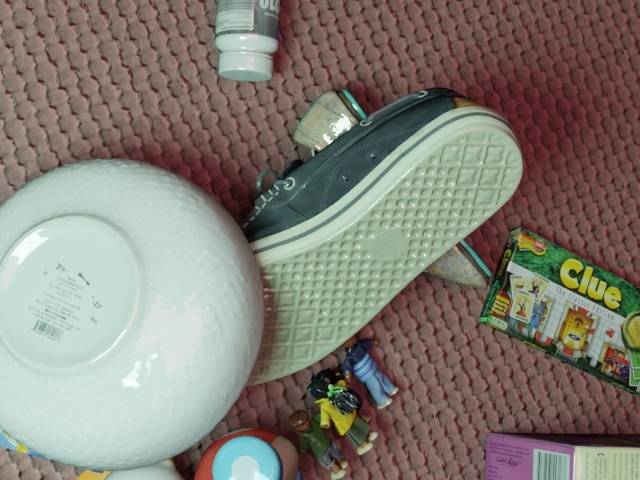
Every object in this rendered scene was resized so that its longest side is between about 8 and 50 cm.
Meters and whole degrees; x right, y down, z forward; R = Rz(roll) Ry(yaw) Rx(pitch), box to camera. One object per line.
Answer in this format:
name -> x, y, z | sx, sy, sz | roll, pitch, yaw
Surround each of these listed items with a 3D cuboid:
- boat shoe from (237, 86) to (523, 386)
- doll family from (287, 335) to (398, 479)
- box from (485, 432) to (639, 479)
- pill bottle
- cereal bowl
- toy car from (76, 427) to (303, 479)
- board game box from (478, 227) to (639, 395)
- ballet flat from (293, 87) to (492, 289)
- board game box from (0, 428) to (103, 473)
boat shoe -> 0.000, 0.000, 1.468 | 0.500, 0.156, 0.187 | -37, 126, 9
doll family -> 0.026, 0.187, 1.536 | 0.111, 0.076, 0.193 | 51, 31, -14
box -> 0.360, 0.304, 1.591 | 0.242, 0.213, 0.117 | 5, 85, -20
pill bottle -> -0.087, -0.264, 1.537 | 0.078, 0.078, 0.137 | 4, 85, -21
cereal bowl -> -0.235, 0.067, 1.334 | 0.338, 0.141, 0.339 | -3, 76, 12
toy car -> -0.161, 0.288, 1.432 | 0.237, 0.219, 0.210 | 18, 78, 10
board game box -> 0.343, 0.096, 1.701 | 0.259, 0.030, 0.136 | 25, 75, -18
ballet flat -> 0.080, -0.040, 1.585 | 0.106, 0.107, 0.316 | -39, 95, 1
board game box -> -0.278, 0.142, 1.419 | 0.136, 0.035, 0.201 | 11, 80, 15
